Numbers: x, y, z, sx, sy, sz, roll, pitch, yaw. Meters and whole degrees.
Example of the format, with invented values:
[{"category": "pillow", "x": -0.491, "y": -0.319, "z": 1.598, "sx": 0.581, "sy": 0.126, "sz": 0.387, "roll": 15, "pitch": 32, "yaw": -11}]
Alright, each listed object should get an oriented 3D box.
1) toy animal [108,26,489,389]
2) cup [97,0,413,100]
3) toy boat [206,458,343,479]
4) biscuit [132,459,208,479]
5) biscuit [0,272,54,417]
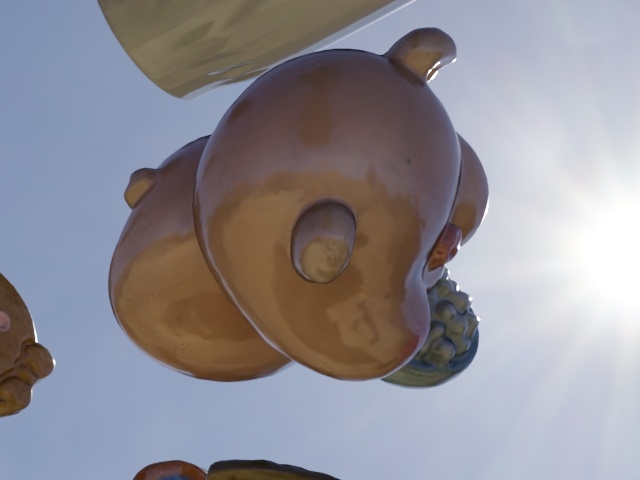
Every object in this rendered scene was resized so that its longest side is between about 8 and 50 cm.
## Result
[{"category": "toy animal", "x": -0.017, "y": -0.012, "z": 1.082, "sx": 0.221, "sy": 0.210, "sz": 0.229, "roll": 8, "pitch": -39, "yaw": 23}, {"category": "cup", "x": -0.033, "y": -0.312, "z": 1.776, "sx": 0.371, "sy": 0.253, "sz": 0.253, "roll": -29, "pitch": -48, "yaw": 20}, {"category": "toy boat", "x": -0.016, "y": 0.228, "z": 0.624, "sx": 0.121, "sy": 0.089, "sz": 0.321, "roll": -3, "pitch": -65, "yaw": 8}, {"category": "biscuit", "x": -0.086, "y": 0.353, "z": 1.417, "sx": 0.205, "sy": 0.324, "sz": 0.049, "roll": 13, "pitch": -1, "yaw": -5}, {"category": "biscuit", "x": -0.306, "y": 0.032, "z": 1.333, "sx": 0.035, "sy": 0.184, "sz": 0.249, "roll": -40, "pitch": -101, "yaw": 39}]
